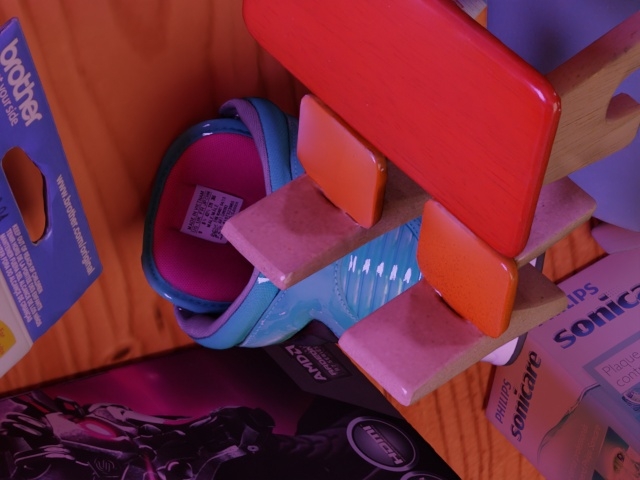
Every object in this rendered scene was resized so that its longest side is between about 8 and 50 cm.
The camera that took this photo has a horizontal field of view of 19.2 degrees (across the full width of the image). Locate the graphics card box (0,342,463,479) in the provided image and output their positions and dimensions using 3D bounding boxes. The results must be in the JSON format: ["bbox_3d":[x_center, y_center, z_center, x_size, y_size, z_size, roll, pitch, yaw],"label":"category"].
[{"bbox_3d":[-0.082,0.176,0.962,0.371,0.233,0.094,-11,136,-43],"label":"graphics card box"}]

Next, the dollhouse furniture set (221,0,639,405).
[{"bbox_3d":[-0.010,-0.096,0.682,0.135,0.259,0.262,-30,147,-29],"label":"dollhouse furniture set"}]

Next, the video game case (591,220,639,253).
[{"bbox_3d":[0.275,-0.070,1.191,0.206,0.026,0.227,-41,-179,-5],"label":"video game case"}]

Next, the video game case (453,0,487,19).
[{"bbox_3d":[0.075,-0.147,0.971,0.122,0.011,0.087,-48,149,6],"label":"video game case"}]

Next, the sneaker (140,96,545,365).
[{"bbox_3d":[0.000,0.000,0.962,0.295,0.178,0.124,-170,-88,-85],"label":"sneaker"}]

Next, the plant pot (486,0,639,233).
[{"bbox_3d":[0.210,-0.173,0.852,0.293,0.293,0.235,-28,129,-26],"label":"plant pot"}]

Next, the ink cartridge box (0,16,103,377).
[{"bbox_3d":[-0.229,0.051,0.761,0.311,0.065,0.186,-43,149,-21],"label":"ink cartridge box"}]

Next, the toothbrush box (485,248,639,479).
[{"bbox_3d":[0.293,0.134,1.305,0.216,0.295,0.126,-27,145,-26],"label":"toothbrush box"}]
